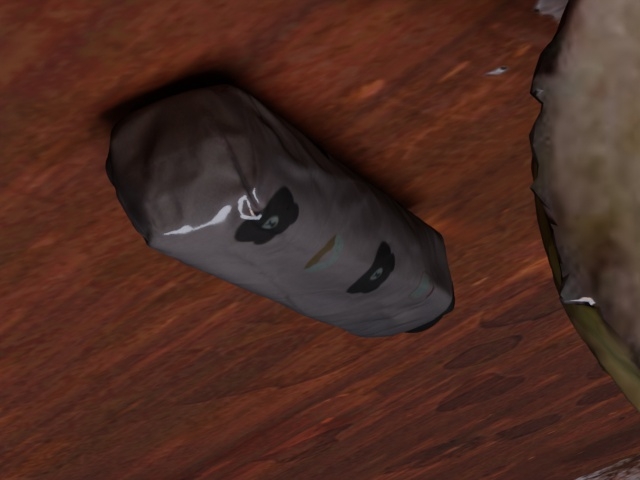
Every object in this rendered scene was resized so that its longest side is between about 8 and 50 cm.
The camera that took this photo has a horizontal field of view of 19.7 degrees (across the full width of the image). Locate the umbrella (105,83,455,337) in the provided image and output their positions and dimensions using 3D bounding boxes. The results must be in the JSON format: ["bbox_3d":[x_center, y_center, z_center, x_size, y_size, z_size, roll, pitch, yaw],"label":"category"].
[{"bbox_3d":[0.000,0.000,0.848,0.073,0.067,0.337,-10,166,18],"label":"umbrella"}]

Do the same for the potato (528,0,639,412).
[{"bbox_3d":[0.197,-0.036,0.670,0.288,0.301,0.237,18,172,-5],"label":"potato"}]
